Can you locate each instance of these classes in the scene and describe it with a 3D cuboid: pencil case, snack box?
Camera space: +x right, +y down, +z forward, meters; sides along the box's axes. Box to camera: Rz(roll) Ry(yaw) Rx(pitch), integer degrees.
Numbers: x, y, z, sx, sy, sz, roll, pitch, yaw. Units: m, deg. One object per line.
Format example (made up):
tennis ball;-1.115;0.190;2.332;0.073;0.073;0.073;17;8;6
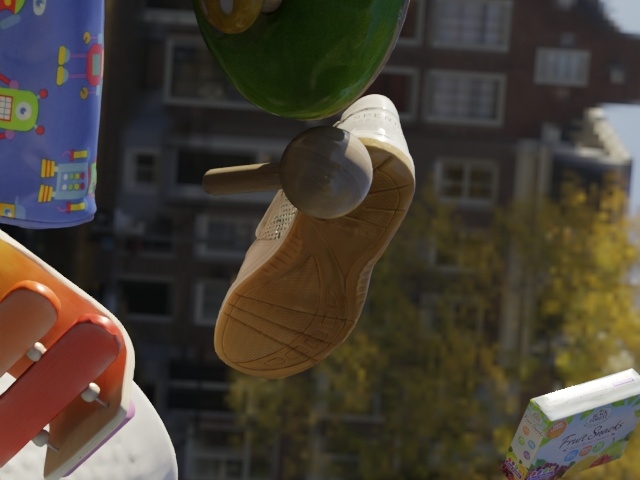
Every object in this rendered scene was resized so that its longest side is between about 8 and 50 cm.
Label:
pencil case;-0.266;-0.163;1.710;0.119;0.133;0.306;-58;151;-79
snack box;0.254;0.187;1.848;0.037;0.141;0.100;48;-44;36

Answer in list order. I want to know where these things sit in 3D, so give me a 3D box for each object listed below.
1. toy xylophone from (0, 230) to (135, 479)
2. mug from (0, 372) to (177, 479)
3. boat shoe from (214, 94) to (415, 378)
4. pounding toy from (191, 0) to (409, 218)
toy xylophone;-0.294;0.065;1.408;0.236;0.323;0.081;-51;-168;39
mug;-0.371;0.247;1.838;0.276;0.374;0.328;-34;-171;42
boat shoe;0.000;0.000;1.455;0.277;0.098;0.096;-55;-162;40
pounding toy;-0.046;-0.136;1.071;0.183;0.110;0.237;9;-84;53
